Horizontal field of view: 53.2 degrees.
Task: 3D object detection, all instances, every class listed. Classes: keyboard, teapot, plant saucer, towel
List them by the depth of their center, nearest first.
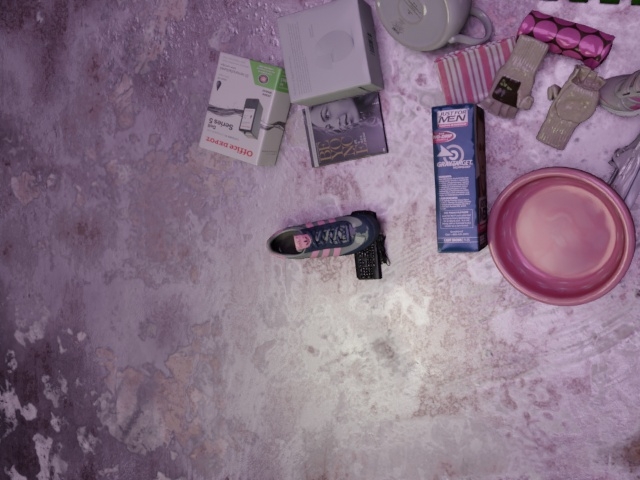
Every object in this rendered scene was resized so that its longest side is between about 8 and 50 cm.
[{"bbox_3d":[0.564,-0.013,1.503,0.332,0.084,0.332,12,112,33],"label":"plant saucer"},{"bbox_3d":[0.271,-0.593,1.537,0.252,0.187,0.256,19,141,39],"label":"teapot"},{"bbox_3d":[0.388,-0.402,1.557,0.197,0.029,0.144,-10,124,23],"label":"towel"},{"bbox_3d":[0.132,0.013,1.737,0.100,0.038,0.192,-5,95,22],"label":"keyboard"}]

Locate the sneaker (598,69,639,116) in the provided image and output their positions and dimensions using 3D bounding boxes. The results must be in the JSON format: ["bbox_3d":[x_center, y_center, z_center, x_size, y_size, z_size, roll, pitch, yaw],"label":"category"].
[{"bbox_3d":[0.716,-0.339,1.387,0.252,0.111,0.103,11,72,48],"label":"sneaker"}]

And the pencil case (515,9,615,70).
[{"bbox_3d":[0.564,-0.462,1.485,0.209,0.098,0.095,27,60,17],"label":"pencil case"}]

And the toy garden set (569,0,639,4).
[{"bbox_3d":[0.611,-0.596,1.394,0.244,0.204,0.049,11,82,19],"label":"toy garden set"}]

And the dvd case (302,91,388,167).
[{"bbox_3d":[0.065,-0.299,1.738,0.221,0.018,0.165,-9,93,22],"label":"dvd case"}]

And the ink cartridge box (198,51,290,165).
[{"bbox_3d":[-0.202,-0.362,1.784,0.198,0.115,0.273,20,103,19],"label":"ink cartridge box"}]

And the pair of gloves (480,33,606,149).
[{"bbox_3d":[0.520,-0.341,1.494,0.240,0.042,0.204,33,127,6],"label":"pair of gloves"}]

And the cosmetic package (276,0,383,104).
[{"bbox_3d":[0.027,-0.487,1.667,0.224,0.138,0.224,-8,93,21],"label":"cosmetic package"}]

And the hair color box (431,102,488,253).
[{"bbox_3d":[0.344,-0.150,1.559,0.105,0.174,0.347,-2,96,22],"label":"hair color box"}]

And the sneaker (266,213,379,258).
[{"bbox_3d":[0.000,0.000,1.725,0.319,0.131,0.112,-13,90,29],"label":"sneaker"}]

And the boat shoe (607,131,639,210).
[{"bbox_3d":[0.702,-0.173,1.458,0.084,0.095,0.258,21,102,14],"label":"boat shoe"}]
